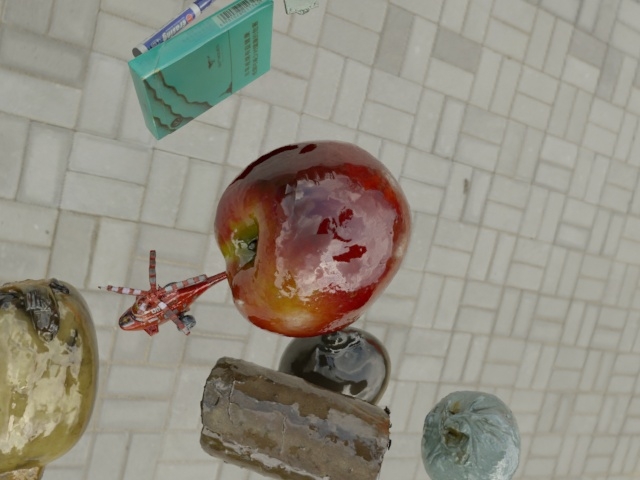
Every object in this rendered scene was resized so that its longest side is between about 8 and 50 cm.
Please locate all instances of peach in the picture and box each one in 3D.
[{"bbox_3d":[0.000,0.000,0.694,0.243,0.199,0.243,-11,108,-36],"label":"peach"}]

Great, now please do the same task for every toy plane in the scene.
[{"bbox_3d":[-0.171,0.058,0.772,0.194,0.126,0.077,-43,158,-20],"label":"toy plane"}]

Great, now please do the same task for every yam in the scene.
[{"bbox_3d":[-0.038,0.243,0.763,0.238,0.129,0.128,18,103,0],"label":"yam"}]

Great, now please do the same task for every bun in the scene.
[{"bbox_3d":[0.188,0.258,0.774,0.083,0.141,0.141,38,81,-35],"label":"bun"}]

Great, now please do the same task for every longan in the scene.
[{"bbox_3d":[0.022,0.204,0.943,0.184,0.159,0.204,-13,132,-11],"label":"longan"}]

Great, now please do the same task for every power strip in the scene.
[{"bbox_3d":[-0.037,-0.376,0.802,0.051,0.019,0.136,-15,124,-1],"label":"power strip"}]

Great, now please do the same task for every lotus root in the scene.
[{"bbox_3d":[-0.378,0.201,0.755,0.182,0.183,0.310,2,90,-29],"label":"lotus root"}]

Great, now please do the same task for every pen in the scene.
[{"bbox_3d":[-0.237,-0.369,1.003,0.204,0.025,0.025,-50,118,-25],"label":"pen"}]

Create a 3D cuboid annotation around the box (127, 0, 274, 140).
[{"bbox_3d":[-0.169,-0.259,0.886,0.226,0.161,0.042,-38,76,-18],"label":"box"}]
